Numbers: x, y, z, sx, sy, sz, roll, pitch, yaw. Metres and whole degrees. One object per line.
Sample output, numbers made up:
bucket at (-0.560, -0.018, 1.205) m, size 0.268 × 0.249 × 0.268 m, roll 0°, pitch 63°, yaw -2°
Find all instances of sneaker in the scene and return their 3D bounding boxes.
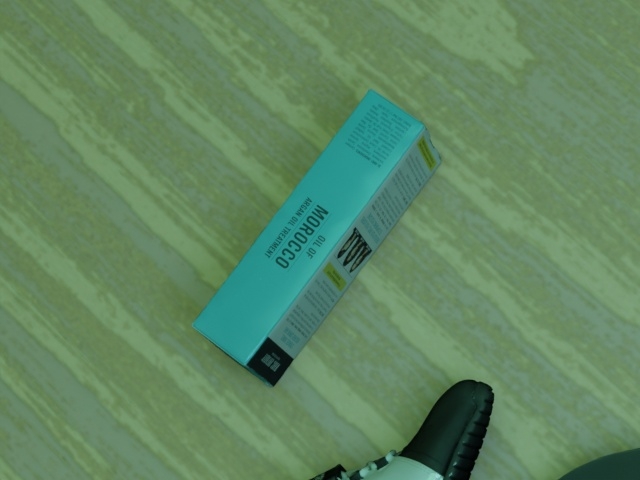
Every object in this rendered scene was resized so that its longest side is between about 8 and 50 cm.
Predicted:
sneaker at (0.010, 0.229, 1.419) m, size 0.146 × 0.122 × 0.330 m, roll 33°, pitch 84°, yaw 15°

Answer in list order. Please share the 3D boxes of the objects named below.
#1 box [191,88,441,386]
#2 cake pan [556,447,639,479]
box at (0.000, 0.000, 1.492) m, size 0.060 × 0.100 × 0.244 m, roll 35°, pitch 85°, yaw 19°
cake pan at (0.244, 0.281, 1.338) m, size 0.293 × 0.054 × 0.293 m, roll -16°, pitch 57°, yaw 25°
